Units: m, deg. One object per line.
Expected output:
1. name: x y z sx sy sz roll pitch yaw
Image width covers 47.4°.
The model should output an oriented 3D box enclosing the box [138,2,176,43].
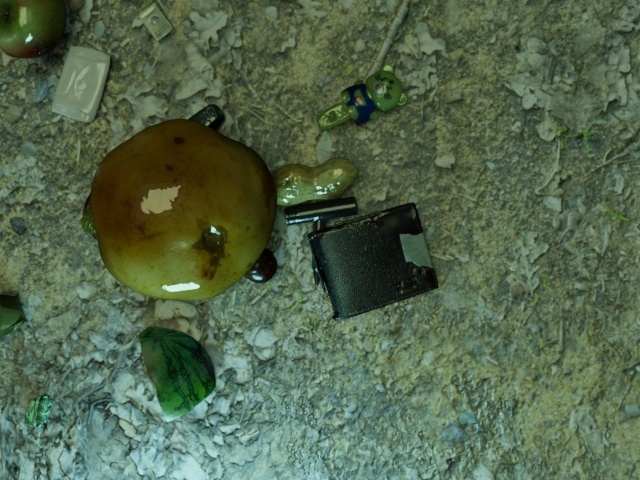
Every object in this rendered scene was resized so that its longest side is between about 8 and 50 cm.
1. box: -0.404 -0.537 1.802 0.054 0.024 0.083 -37 85 9

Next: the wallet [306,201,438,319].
1. wallet: 0.122 0.049 1.677 0.262 0.071 0.221 -17 98 1

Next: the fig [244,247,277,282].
1. fig: -0.168 0.061 1.742 0.125 0.089 0.089 -9 88 35

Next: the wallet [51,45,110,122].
1. wallet: -0.601 -0.394 1.828 0.124 0.032 0.183 19 94 11

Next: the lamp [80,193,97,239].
1. lamp: -0.498 -0.067 1.757 0.156 0.135 0.157 19 90 7

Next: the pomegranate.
1. pomegranate: -0.301 -0.068 1.614 0.417 0.416 0.416 0 90 9

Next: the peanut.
1. peanut: -0.021 -0.138 1.700 0.229 0.103 0.098 -9 99 11

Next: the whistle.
1. whistle: 0.095 -0.323 1.692 0.227 0.085 0.105 -25 82 8

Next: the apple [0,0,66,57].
1. apple: -0.706 -0.543 1.769 0.174 0.188 0.207 14 99 13

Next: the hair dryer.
1. hair dryer: 0.015 0.003 1.726 0.173 0.050 0.195 -10 92 10

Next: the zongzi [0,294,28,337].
1. zongzi: -0.880 0.205 1.776 0.242 0.221 0.112 -26 71 10

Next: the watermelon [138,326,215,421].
1. watermelon: -0.340 0.300 1.756 0.146 0.128 0.231 -19 84 -10

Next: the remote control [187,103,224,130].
1. remote control: -0.329 -0.250 1.779 0.222 0.042 0.072 -39 82 6

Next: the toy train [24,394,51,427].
1. toy train: -0.713 0.429 1.840 0.053 0.033 0.083 11 91 12
